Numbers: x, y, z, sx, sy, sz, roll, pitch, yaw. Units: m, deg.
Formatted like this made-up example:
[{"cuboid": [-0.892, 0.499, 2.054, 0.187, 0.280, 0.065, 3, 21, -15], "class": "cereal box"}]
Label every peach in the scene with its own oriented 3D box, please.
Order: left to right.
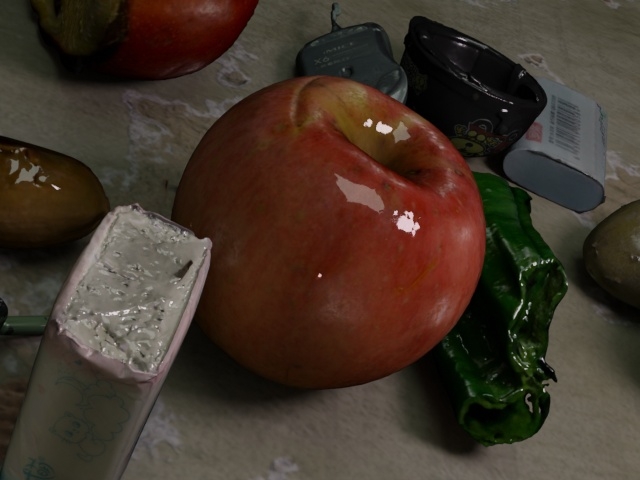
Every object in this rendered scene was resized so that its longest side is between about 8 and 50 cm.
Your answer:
[{"cuboid": [-0.247, -0.411, 1.585, 0.353, 0.339, 0.416, 27, 45, 2], "class": "peach"}]

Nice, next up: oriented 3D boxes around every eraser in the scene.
[{"cuboid": [0.391, -0.163, 1.851, 0.174, 0.081, 0.227, 26, 39, -6], "class": "eraser"}]

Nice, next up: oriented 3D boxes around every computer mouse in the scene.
[{"cuboid": [0.048, -0.257, 1.746, 0.167, 0.090, 0.379, -14, 41, 7], "class": "computer mouse"}]

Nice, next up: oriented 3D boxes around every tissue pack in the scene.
[{"cuboid": [-0.209, 0.125, 1.088, 0.124, 0.271, 0.201, 22, 41, -8], "class": "tissue pack"}]

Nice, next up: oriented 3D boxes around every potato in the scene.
[{"cuboid": [0.501, 0.020, 1.665, 0.235, 0.160, 0.178, -1, 22, -15], "class": "potato"}]

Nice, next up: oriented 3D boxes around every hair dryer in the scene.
[{"cuboid": [-0.328, 0.094, 1.227, 0.150, 0.071, 0.047, 5, 44, -46], "class": "hair dryer"}]

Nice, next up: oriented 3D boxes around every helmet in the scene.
[{"cuboid": [0.214, -0.227, 1.766, 0.230, 0.160, 0.279, 11, 27, -30], "class": "helmet"}]

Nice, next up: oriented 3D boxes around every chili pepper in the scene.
[{"cuboid": [0.205, 0.068, 1.422, 0.167, 0.213, 0.385, 0, 41, 0], "class": "chili pepper"}]

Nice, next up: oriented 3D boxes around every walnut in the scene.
[{"cuboid": [-0.368, -0.058, 1.311, 0.245, 0.137, 0.137, 13, 42, -14], "class": "walnut"}]

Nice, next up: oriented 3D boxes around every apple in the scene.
[{"cuboid": [0.000, 0.000, 1.293, 0.364, 0.364, 0.364, 15, 42, -13], "class": "apple"}]
